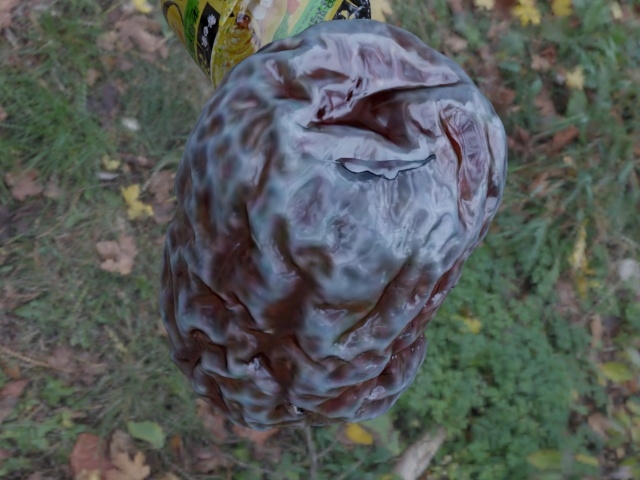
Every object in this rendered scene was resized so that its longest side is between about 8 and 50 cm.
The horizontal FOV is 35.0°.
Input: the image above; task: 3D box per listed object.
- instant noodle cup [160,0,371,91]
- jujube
[{"bbox_3d":[-0.053,-0.183,0.826,0.151,0.122,0.151,-26,138,-26],"label":"instant noodle cup"},{"bbox_3d":[0.000,0.000,0.690,0.226,0.317,0.226,6,57,-10],"label":"jujube"}]
